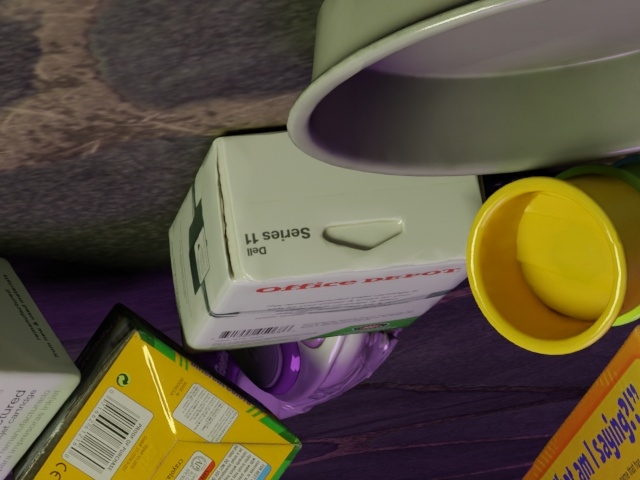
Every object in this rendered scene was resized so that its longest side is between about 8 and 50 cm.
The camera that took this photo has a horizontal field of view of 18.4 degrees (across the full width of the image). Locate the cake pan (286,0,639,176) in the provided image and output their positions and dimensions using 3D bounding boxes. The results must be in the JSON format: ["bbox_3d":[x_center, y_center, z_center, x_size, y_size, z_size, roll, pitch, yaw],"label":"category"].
[{"bbox_3d":[0.125,-0.095,0.907,0.293,0.054,0.293,-9,167,-2],"label":"cake pan"}]

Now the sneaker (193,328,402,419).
[{"bbox_3d":[-0.006,0.053,1.419,0.152,0.114,0.305,-25,172,-19],"label":"sneaker"}]

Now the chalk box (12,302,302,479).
[{"bbox_3d":[-0.115,0.134,1.303,0.132,0.132,0.213,36,178,-9],"label":"chalk box"}]

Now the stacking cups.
[{"bbox_3d":[0.206,-0.018,1.142,0.096,0.096,0.316,-20,180,38],"label":"stacking cups"}]

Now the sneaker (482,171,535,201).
[{"bbox_3d":[0.129,0.006,1.302,0.106,0.078,0.234,-22,164,36],"label":"sneaker"}]

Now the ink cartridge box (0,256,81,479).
[{"bbox_3d":[-0.310,0.104,1.162,0.273,0.114,0.197,8,127,-52],"label":"ink cartridge box"}]

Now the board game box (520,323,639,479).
[{"bbox_3d":[0.400,0.181,1.308,0.356,0.356,0.356,-28,164,-17],"label":"board game box"}]

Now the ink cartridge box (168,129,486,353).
[{"bbox_3d":[0.000,0.000,1.159,0.153,0.087,0.208,-6,168,-13],"label":"ink cartridge box"}]
